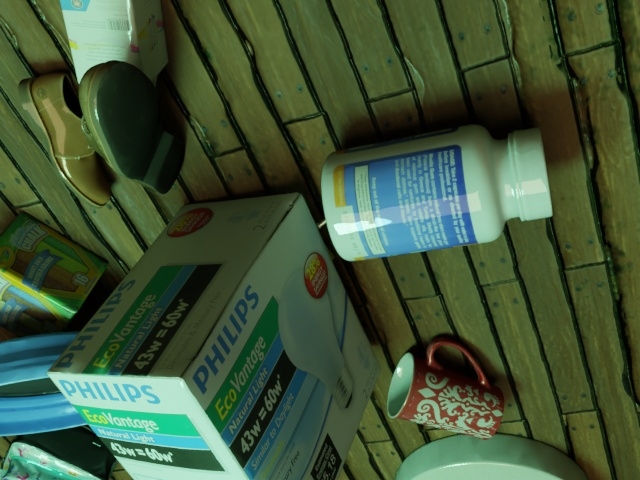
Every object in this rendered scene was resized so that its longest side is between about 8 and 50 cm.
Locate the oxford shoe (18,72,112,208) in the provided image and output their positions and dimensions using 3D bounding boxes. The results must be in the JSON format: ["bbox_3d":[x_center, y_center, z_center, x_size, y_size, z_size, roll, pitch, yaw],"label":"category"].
[{"bbox_3d":[-0.345,-0.139,0.988,0.076,0.076,0.212,-14,124,9],"label":"oxford shoe"}]

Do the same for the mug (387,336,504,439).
[{"bbox_3d":[0.216,0.254,1.143,0.169,0.113,0.150,19,130,-7],"label":"mug"}]

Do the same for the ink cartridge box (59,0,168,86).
[{"bbox_3d":[-0.253,-0.259,0.862,0.092,0.090,0.143,7,129,7],"label":"ink cartridge box"}]

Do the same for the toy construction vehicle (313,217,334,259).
[{"bbox_3d":[0.000,0.000,1.040,0.098,0.035,0.086,-25,118,27],"label":"toy construction vehicle"}]

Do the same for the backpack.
[{"bbox_3d":[-0.568,0.503,1.460,0.225,0.191,0.253,30,132,-12],"label":"backpack"}]

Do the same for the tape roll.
[{"bbox_3d":[0.336,0.525,1.347,0.391,0.072,0.392,6,127,8],"label":"tape roll"}]

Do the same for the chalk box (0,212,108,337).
[{"bbox_3d":[-0.488,0.056,1.127,0.213,0.132,0.132,33,127,-15],"label":"chalk box"}]

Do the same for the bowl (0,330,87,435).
[{"bbox_3d":[-0.459,0.249,1.178,0.390,0.077,0.391,-12,157,-5],"label":"bowl"}]

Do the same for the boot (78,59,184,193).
[{"bbox_3d":[-0.262,-0.141,0.869,0.115,0.112,0.305,23,168,4],"label":"boot"}]

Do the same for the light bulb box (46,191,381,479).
[{"bbox_3d":[-0.115,0.182,0.982,0.225,0.358,0.361,-5,127,30],"label":"light bulb box"}]

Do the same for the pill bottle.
[{"bbox_3d":[0.150,-0.064,0.885,0.271,0.152,0.152,-8,125,18],"label":"pill bottle"}]
